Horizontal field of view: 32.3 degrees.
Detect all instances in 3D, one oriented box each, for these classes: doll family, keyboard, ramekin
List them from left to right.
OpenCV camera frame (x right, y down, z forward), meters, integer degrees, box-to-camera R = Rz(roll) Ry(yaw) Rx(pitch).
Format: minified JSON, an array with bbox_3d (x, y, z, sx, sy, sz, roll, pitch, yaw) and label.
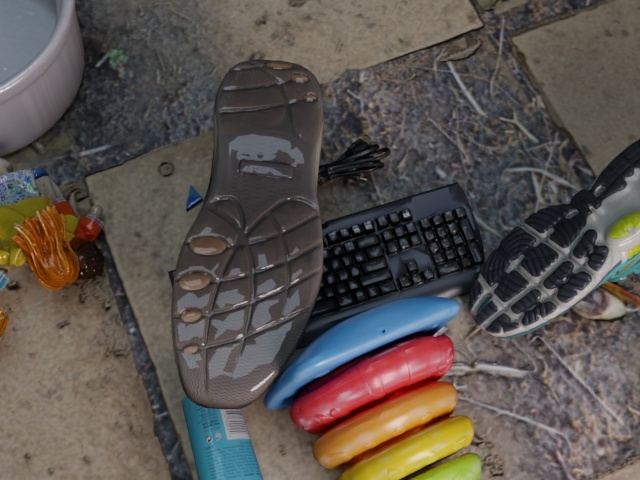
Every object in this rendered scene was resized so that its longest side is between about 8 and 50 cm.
[{"bbox_3d":[-0.394,-0.219,1.213,0.277,0.135,0.277,-1,62,2],"label":"ramekin"},{"bbox_3d":[-0.334,0.022,1.096,0.263,0.118,0.163,-33,67,-14],"label":"doll family"},{"bbox_3d":[0.000,0.000,1.136,0.317,0.033,0.201,-17,69,-8],"label":"keyboard"}]

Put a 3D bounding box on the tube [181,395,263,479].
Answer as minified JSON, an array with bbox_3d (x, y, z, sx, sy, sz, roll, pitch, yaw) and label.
[{"bbox_3d":[-0.078,0.236,1.017,0.080,0.052,0.207,-5,62,-25],"label":"tube"}]

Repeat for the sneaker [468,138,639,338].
[{"bbox_3d":[0.274,0.014,1.088,0.275,0.110,0.107,-35,48,4],"label":"sneaker"}]

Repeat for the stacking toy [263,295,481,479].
[{"bbox_3d":[0.089,0.216,0.980,0.175,0.166,0.302,-21,75,-21],"label":"stacking toy"}]

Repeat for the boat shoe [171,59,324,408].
[{"bbox_3d":[-0.059,0.000,1.053,0.132,0.130,0.355,11,64,0],"label":"boat shoe"}]

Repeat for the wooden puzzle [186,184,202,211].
[{"bbox_3d":[-0.092,-0.022,1.169,0.116,0.014,0.078,11,64,8],"label":"wooden puzzle"}]
